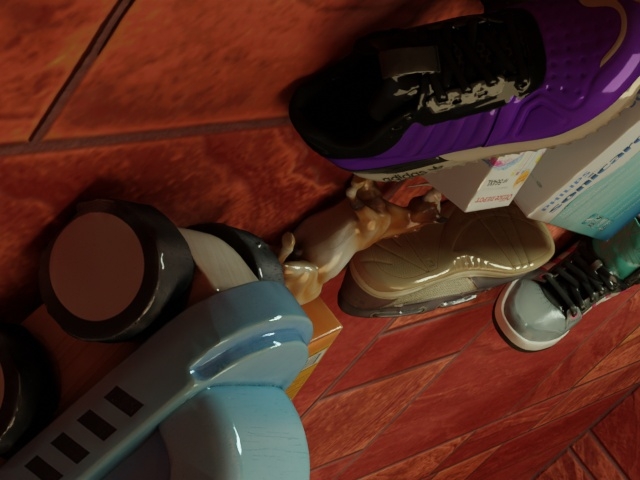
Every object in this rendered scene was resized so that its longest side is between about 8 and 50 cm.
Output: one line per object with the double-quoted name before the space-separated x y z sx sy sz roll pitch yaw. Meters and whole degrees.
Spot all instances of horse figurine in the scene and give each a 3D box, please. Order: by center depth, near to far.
"horse figurine" 0.000 0.000 1.374 0.263 0.066 0.174 -38 158 -12

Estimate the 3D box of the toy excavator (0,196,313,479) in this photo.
"toy excavator" -0.131 0.252 1.150 0.433 0.445 0.222 -41 160 13

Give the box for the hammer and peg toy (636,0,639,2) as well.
"hammer and peg toy" 0.186 -0.214 0.903 0.127 0.266 0.361 -59 158 6

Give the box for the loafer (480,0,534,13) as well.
"loafer" 0.206 -0.160 1.270 0.080 0.078 0.220 -5 168 44

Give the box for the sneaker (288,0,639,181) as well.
"sneaker" 0.103 -0.119 1.120 0.293 0.102 0.146 -20 159 30

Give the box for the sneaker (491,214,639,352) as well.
"sneaker" 0.366 0.038 1.998 0.295 0.124 0.178 -29 166 -43

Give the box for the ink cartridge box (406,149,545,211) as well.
"ink cartridge box" 0.143 -0.095 1.325 0.092 0.090 0.143 -8 135 -55

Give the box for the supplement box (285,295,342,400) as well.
"supplement box" -0.067 0.138 1.561 0.080 0.078 0.233 -24 158 -41

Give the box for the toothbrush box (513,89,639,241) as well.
"toothbrush box" 0.294 -0.121 1.506 0.216 0.126 0.295 -42 161 17

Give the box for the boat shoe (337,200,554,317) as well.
"boat shoe" 0.132 0.022 1.613 0.285 0.103 0.092 -14 156 -40
